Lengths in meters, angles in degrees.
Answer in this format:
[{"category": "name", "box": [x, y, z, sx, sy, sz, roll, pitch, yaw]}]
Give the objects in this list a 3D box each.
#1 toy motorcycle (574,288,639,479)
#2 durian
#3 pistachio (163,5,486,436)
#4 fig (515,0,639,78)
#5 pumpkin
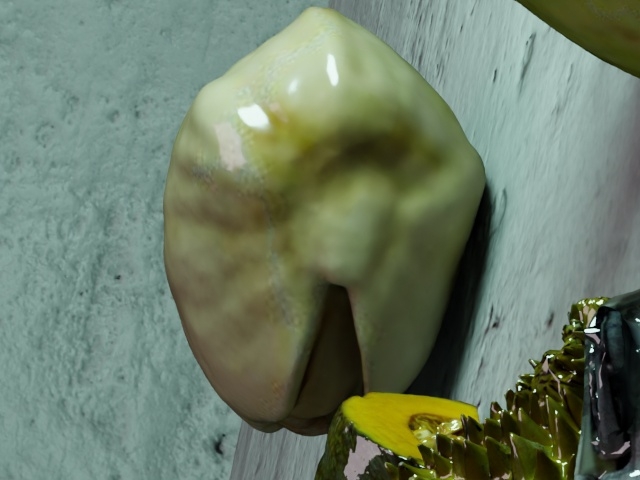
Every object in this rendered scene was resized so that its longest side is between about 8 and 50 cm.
[{"category": "toy motorcycle", "box": [0.146, 0.128, 0.585, 0.157, 0.091, 0.263, 67, -155, -45]}, {"category": "durian", "box": [0.105, 0.182, 0.822, 0.172, 0.166, 0.306, 37, 123, 49]}, {"category": "pistachio", "box": [0.000, 0.000, 1.393, 0.445, 0.281, 0.365, 92, 176, -52]}, {"category": "fig", "box": [0.142, -0.224, 0.740, 0.258, 0.258, 0.326, 136, 116, -75]}, {"category": "pumpkin", "box": [0.059, 0.197, 1.064, 0.248, 0.126, 0.131, -114, 37, -76]}]
